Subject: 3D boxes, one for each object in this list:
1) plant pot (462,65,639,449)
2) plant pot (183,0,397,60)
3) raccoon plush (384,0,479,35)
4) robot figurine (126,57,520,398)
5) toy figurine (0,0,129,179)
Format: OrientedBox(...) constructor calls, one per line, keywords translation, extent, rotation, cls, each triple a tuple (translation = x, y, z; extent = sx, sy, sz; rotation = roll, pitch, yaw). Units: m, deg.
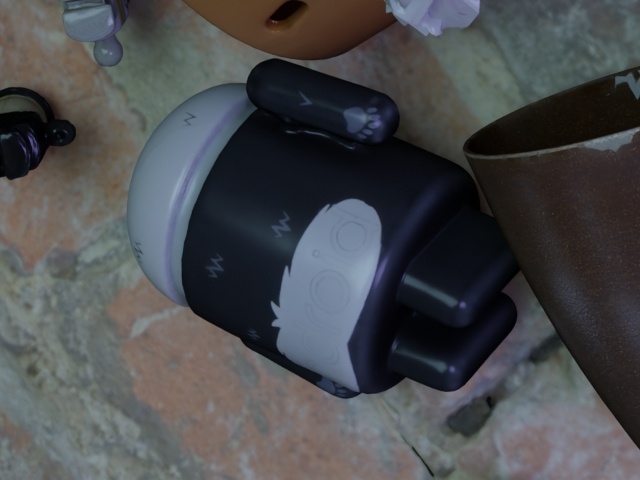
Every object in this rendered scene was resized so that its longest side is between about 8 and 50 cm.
OrientedBox(translation=(0.226, 0.018, 1.222), extent=(0.215, 0.215, 0.230), rotation=(-13, 102, 26), cls="plant pot")
OrientedBox(translation=(0.004, -0.257, 1.270), extent=(0.291, 0.291, 0.203), rotation=(55, 130, 12), cls="plant pot")
OrientedBox(translation=(-0.005, -0.354, 1.040), extent=(0.299, 0.446, 0.216), rotation=(21, 134, -13), cls="raccoon plush")
OrientedBox(translation=(0.001, -0.003, 1.334), extent=(0.278, 0.173, 0.209), rotation=(24, 93, 23), cls="robot figurine")
OrientedBox(translation=(-0.253, -0.165, 1.434), extent=(0.213, 0.148, 0.210), rotation=(31, 102, -8), cls="toy figurine")
